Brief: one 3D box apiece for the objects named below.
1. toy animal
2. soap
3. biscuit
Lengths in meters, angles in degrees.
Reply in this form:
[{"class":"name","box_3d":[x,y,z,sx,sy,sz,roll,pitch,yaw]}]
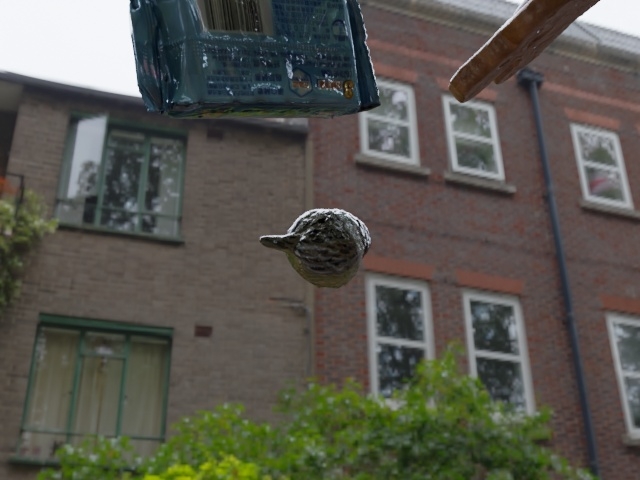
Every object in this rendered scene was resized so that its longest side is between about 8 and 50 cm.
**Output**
[{"class":"toy animal","box_3d":[0.000,0.000,1.067,0.098,0.098,0.137,-25,-37,35]},{"class":"soap","box_3d":[-0.071,-0.213,0.997,0.293,0.156,0.077,-4,-5,-38]},{"class":"biscuit","box_3d":[0.296,-0.296,1.157,0.202,0.047,0.334,-31,-6,-37]}]
